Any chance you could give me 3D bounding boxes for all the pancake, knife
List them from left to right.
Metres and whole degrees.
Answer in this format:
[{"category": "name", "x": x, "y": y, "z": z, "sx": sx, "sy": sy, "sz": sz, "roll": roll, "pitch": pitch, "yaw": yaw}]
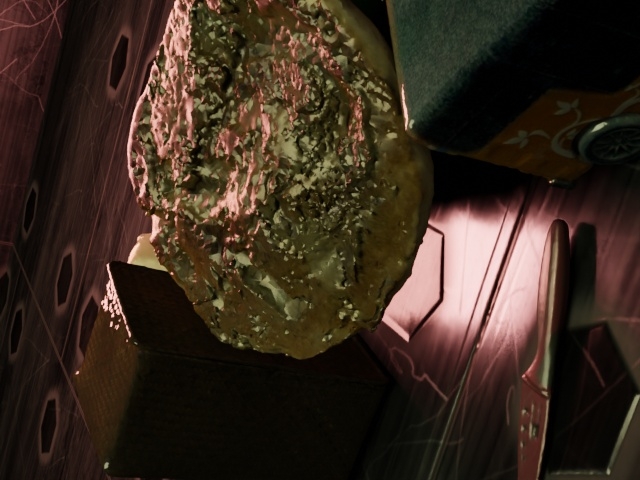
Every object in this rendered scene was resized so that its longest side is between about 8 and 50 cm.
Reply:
[{"category": "pancake", "x": -0.048, "y": -0.061, "z": 0.885, "sx": 0.356, "sy": 0.065, "sz": 0.356, "roll": 13, "pitch": 109, "yaw": 41}, {"category": "knife", "x": 0.174, "y": 0.105, "z": 0.821, "sx": 0.035, "sy": 0.018, "sz": 0.247, "roll": 4, "pitch": 85, "yaw": 60}]

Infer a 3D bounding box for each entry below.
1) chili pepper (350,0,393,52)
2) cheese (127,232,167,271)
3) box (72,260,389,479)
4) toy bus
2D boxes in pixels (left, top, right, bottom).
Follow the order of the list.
[{"category": "chili pepper", "x": 0.009, "y": -0.170, "z": 1.031, "sx": 0.249, "sy": 0.233, "sz": 0.256, "roll": 21, "pitch": 93, "yaw": 47}, {"category": "cheese", "x": -0.183, "y": 0.124, "z": 1.271, "sx": 0.233, "sy": 0.127, "sz": 0.266, "roll": 9, "pitch": 71, "yaw": 25}, {"category": "box", "x": -0.094, "y": 0.140, "z": 1.046, "sx": 0.184, "sy": 0.273, "sz": 0.143, "roll": 49, "pitch": 123, "yaw": 57}, {"category": "toy bus", "x": 0.197, "y": -0.186, "z": 0.689, "sx": 0.323, "sy": 0.194, "sz": 0.161, "roll": -45, "pitch": 42, "yaw": 50}]
